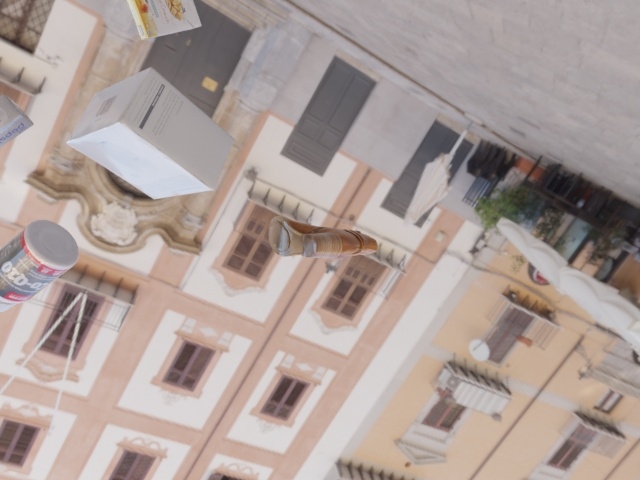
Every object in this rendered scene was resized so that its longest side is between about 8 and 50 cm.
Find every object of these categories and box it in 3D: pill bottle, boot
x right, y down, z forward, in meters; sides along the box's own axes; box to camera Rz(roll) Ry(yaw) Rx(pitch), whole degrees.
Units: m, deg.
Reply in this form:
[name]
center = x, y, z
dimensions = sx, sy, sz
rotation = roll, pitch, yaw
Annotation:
[pill bottle]
center = -0.850, 0.079, 1.409
dimensions = 0.161, 0.283, 0.161
rotation = 50, -163, -22
[boot]
center = 0.000, 0.000, 0.958
dimensions = 0.152, 0.073, 0.197
rotation = -1, -165, -37

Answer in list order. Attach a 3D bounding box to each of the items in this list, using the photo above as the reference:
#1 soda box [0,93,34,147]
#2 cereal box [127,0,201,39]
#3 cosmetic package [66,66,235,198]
[soda box]
center = -1.087, -0.338, 1.583
dimensions = 0.091, 0.286, 0.098
rotation = 50, 170, 0
[cereal box]
center = -0.531, -0.792, 1.669
dimensions = 0.047, 0.173, 0.240
rotation = 3, -150, 39
[cosmetic package]
center = -0.343, -0.205, 1.011
dimensions = 0.224, 0.138, 0.225
rotation = -2, 150, 40
